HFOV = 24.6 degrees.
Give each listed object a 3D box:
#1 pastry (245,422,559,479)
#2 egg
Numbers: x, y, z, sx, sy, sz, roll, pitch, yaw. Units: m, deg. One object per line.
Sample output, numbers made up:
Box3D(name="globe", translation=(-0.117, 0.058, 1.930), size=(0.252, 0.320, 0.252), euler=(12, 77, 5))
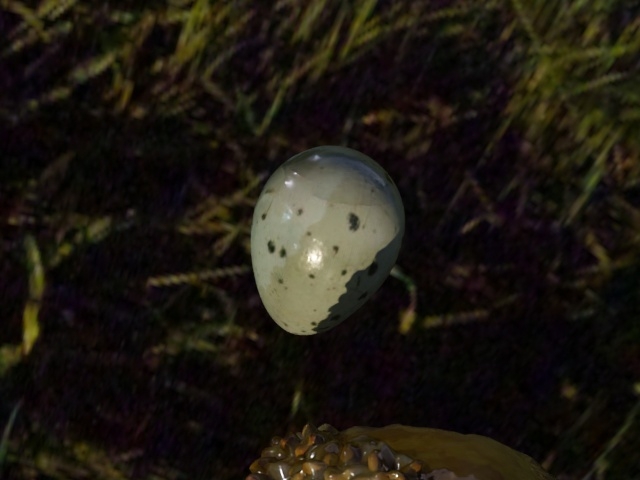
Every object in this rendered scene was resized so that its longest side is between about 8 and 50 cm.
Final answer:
Box3D(name="pastry", translation=(0.027, 0.308, 1.007), size=(0.245, 0.409, 0.409), euler=(18, 50, -25))
Box3D(name="egg", translation=(0.000, 0.000, 1.241), size=(0.131, 0.164, 0.131), euler=(26, 14, -7))
